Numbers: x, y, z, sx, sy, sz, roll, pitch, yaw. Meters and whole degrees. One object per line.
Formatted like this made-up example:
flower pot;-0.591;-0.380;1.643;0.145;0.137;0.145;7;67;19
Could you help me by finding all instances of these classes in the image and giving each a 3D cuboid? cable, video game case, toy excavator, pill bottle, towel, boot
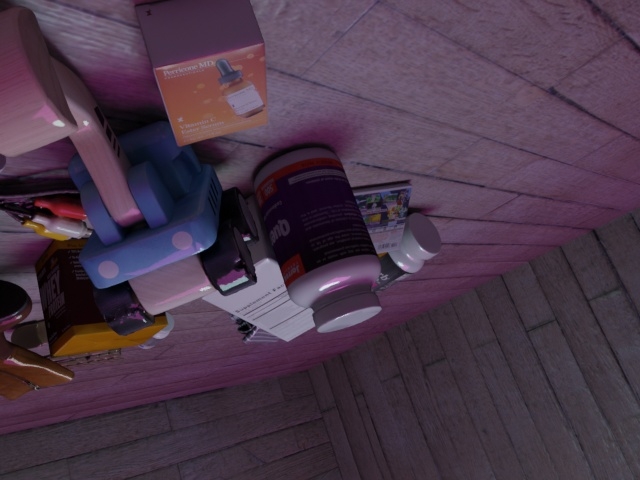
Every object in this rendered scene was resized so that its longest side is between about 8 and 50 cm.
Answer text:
cable;-0.465;-0.051;0.867;0.139;0.072;0.287;-31;158;35
video game case;0.122;-0.045;1.397;0.201;0.023;0.183;-9;123;-27
toy excavator;-0.270;-0.084;0.780;0.222;0.445;0.433;-22;-155;3
pill bottle;0.000;0.000;1.083;0.181;0.323;0.181;-18;161;-6
pill bottle;0.200;0.042;1.658;0.162;0.162;0.278;0;153;-45
pill bottle;-0.495;0.265;1.716;0.078;0.078;0.137;-1;154;-44
towel;-0.144;0.273;2.025;0.235;0.121;0.283;-27;160;17
boot;-0.536;0.196;1.005;0.264;0.096;0.280;-22;137;10

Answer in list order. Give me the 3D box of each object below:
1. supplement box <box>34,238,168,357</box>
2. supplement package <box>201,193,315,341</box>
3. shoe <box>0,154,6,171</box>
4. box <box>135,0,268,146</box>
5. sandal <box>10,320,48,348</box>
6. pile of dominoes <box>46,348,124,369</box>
supplement box;-0.439;0.110;1.152;0.191;0.194;0.129;0;154;-44
supplement package;-0.109;0.069;1.260;0.175;0.177;0.293;-31;139;19
shoe;-0.497;-0.103;0.713;0.081;0.063;0.178;-32;153;35
box;-0.140;-0.211;0.717;0.130;0.091;0.170;-16;161;-9
sandal;-0.662;0.228;1.489;0.240;0.088;0.079;-4;-172;-21
pile of dominoes;-0.767;0.368;1.833;0.251;0.040;0.196;-7;160;-10
